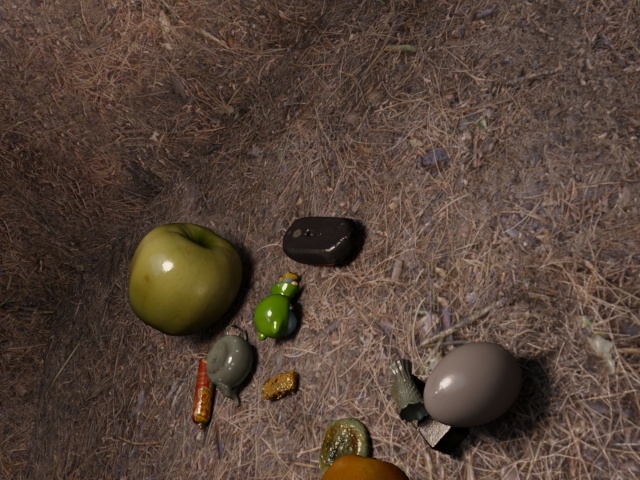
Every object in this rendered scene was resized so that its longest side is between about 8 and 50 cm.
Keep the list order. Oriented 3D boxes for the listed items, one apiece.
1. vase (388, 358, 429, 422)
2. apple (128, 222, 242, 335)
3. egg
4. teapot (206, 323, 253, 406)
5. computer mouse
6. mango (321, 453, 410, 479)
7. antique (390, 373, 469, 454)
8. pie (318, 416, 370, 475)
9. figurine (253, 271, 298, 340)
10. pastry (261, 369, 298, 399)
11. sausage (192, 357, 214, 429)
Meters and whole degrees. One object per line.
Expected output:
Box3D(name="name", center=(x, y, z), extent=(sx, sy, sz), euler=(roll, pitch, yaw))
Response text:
Box3D(name="vase", center=(0.215, 0.364, 1.384), extent=(0.081, 0.081, 0.148), euler=(-41, 35, 22))
Box3D(name="apple", center=(-0.545, 0.159, 2.233), extent=(0.474, 0.474, 0.473), euler=(-28, 46, 34))
Box3D(name="egg", center=(0.345, 0.334, 1.283), extent=(0.232, 0.176, 0.176), euler=(-26, 41, 0))
Box3D(name="teapot", center=(-0.325, 0.443, 2.036), extent=(0.193, 0.129, 0.294), euler=(-26, 46, 36))
Box3D(name="computer mouse", center=(0.003, 0.002, 1.977), extent=(0.323, 0.116, 0.183), euler=(4, 65, 42))
Box3D(name="mango", center=(0.122, 0.685, 1.283), extent=(0.264, 0.221, 0.378), euler=(-28, 56, 28))
Box3D(name="antique", center=(0.266, 0.427, 1.408), extent=(0.081, 0.080, 0.221), euler=(-52, 36, 7))
Box3D(name="pie", center=(0.061, 0.587, 1.559), extent=(0.187, 0.041, 0.186), euler=(-28, 48, 35))
Box3D(name="figurine", center=(-0.149, 0.232, 1.980), extent=(0.162, 0.143, 0.263), euler=(-26, 36, 40))
Box3D(name="pastry", center=(-0.134, 0.480, 1.849), extent=(0.140, 0.056, 0.080), euler=(-22, 57, 30))
Box3D(name="sausage", center=(-0.440, 0.582, 2.113), extent=(0.083, 0.083, 0.264), euler=(-26, 49, 36))
